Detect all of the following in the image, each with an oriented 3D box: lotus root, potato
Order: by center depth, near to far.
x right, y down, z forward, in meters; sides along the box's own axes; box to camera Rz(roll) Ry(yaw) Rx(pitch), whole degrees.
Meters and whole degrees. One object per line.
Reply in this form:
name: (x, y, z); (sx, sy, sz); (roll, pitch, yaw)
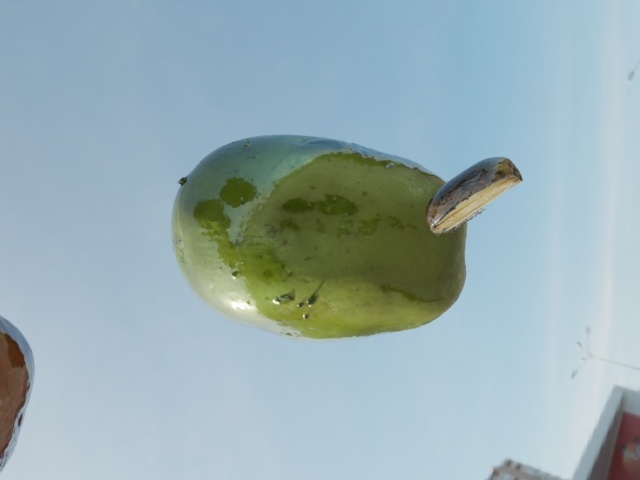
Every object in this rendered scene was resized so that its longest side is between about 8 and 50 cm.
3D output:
lotus root: (0.110, -0.037, 0.563); (0.037, 0.083, 0.030); (9, -129, -48)
potato: (0.000, -0.003, 0.770); (0.216, 0.304, 0.216); (180, 90, -81)

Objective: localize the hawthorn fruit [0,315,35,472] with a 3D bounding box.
hawthorn fruit: (-0.271, 0.127, 0.538); (0.149, 0.149, 0.189); (-33, -80, -50)
